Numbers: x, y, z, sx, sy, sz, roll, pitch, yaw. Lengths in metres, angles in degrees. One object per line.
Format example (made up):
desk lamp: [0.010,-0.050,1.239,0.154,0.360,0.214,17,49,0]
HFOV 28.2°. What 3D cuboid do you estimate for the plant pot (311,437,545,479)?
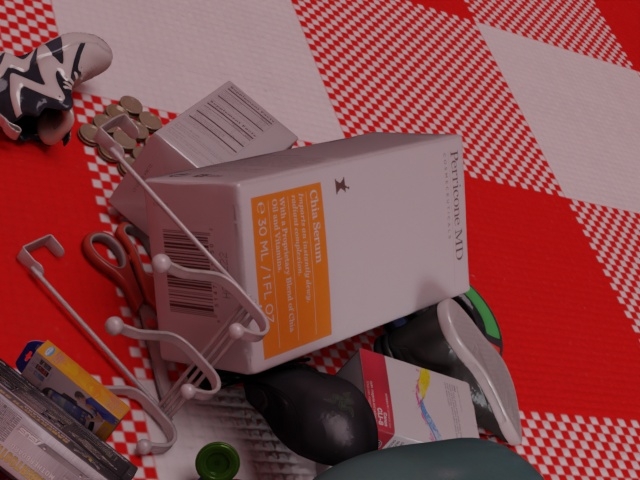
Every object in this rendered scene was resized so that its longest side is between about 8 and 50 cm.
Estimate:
plant pot: [0.084,0.351,1.337,0.235,0.293,0.293,11,44,-45]

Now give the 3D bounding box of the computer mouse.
computer mouse: [-0.026,0.181,1.520,0.188,0.072,0.272,4,16,-33]

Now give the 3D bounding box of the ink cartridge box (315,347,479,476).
ink cartridge box: [0.097,0.242,1.629,0.176,0.128,0.127,19,41,-24]

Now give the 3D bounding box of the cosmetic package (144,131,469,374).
cosmetic package: [0.000,0.000,1.635,0.453,0.161,0.230,-17,106,-49]

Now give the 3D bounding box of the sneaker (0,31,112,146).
sneaker: [-0.356,-0.195,1.740,0.235,0.094,0.153,-17,64,-48]

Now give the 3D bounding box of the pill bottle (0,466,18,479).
pill bottle: [-0.359,0.239,1.279,0.152,0.086,0.086,39,36,0]

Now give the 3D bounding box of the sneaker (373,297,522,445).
sneaker: [0.174,0.200,1.773,0.296,0.147,0.104,53,26,-38]

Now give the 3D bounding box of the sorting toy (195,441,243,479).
sorting toy: [-0.114,0.274,1.475,0.042,0.061,0.102,-109,179,-76]

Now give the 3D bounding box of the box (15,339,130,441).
box: [-0.285,0.172,1.418,0.136,0.081,0.028,38,37,0]

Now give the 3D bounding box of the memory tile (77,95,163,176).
memory tile: [-0.273,-0.149,1.829,0.113,0.012,0.148,39,37,1]

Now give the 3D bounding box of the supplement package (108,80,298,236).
supplement package: [-0.156,-0.100,1.758,0.134,0.139,0.244,40,32,1]

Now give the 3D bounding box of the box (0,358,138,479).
box: [-0.300,0.197,1.314,0.231,0.056,0.183,38,-4,-1]

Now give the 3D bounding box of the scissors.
scissors: [-0.211,0.092,1.617,0.109,0.021,0.297,-2,51,-44]

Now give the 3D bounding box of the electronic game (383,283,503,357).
electronic game: [0.176,0.114,1.903,0.229,0.048,0.229,23,38,-20]

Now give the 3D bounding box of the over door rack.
over door rack: [-0.227,0.056,1.461,0.108,0.239,0.324,-11,58,-51]
